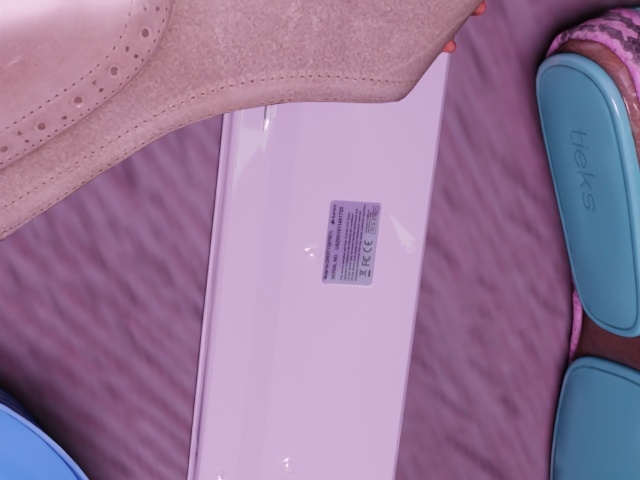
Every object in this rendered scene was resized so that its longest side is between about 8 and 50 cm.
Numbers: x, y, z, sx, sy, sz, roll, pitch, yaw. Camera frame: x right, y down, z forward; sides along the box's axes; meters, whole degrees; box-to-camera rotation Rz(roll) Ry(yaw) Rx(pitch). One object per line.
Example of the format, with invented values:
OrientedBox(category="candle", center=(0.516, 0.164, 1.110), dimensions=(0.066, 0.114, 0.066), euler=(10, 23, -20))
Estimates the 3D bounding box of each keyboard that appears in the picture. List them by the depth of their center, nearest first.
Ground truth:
OrientedBox(category="keyboard", center=(0.000, 0.000, 0.619), dimensions=(0.072, 0.014, 0.256), euler=(2, 107, -17))

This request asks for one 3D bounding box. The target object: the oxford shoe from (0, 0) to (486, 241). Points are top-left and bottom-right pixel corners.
OrientedBox(category="oxford shoe", center=(0.023, -0.117, 0.536), dimensions=(0.348, 0.123, 0.130), euler=(-24, 119, -4))

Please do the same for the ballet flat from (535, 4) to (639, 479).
OrientedBox(category="ballet flat", center=(0.118, 0.030, 0.623), dimensions=(0.079, 0.077, 0.221), euler=(-15, 110, -27))

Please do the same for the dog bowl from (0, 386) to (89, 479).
OrientedBox(category="dog bowl", center=(-0.198, 0.143, 0.591), dimensions=(0.297, 0.074, 0.166), euler=(-33, 110, 1))
